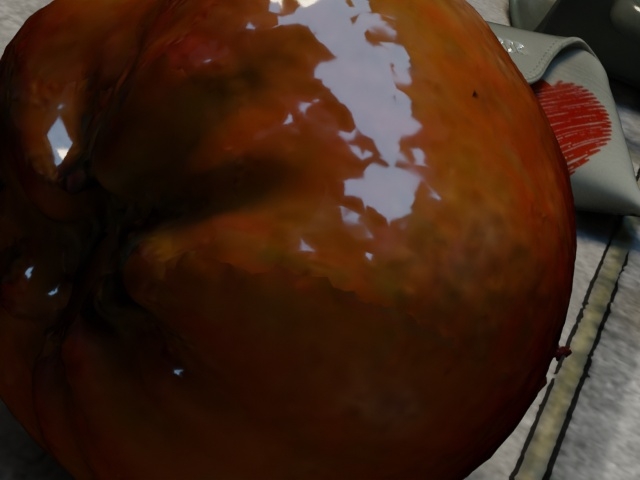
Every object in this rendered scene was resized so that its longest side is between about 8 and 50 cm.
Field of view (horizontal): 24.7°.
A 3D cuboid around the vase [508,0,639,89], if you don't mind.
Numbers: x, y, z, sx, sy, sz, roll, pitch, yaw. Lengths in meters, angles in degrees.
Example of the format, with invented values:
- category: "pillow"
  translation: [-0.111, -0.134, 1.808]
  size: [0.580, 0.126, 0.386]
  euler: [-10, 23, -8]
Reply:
- category: "vase"
  translation: [0.297, -0.154, 1.083]
  size: [0.301, 0.156, 0.251]
  euler: [27, 25, -5]

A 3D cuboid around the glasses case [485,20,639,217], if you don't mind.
- category: "glasses case"
  translation: [0.066, -0.085, 0.852]
  size: [0.308, 0.083, 0.128]
  euler: [9, 31, -24]

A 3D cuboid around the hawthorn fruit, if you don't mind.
- category: "hawthorn fruit"
  translation: [0.000, 0.000, 0.541]
  size: [0.224, 0.224, 0.261]
  euler: [40, 20, 28]
